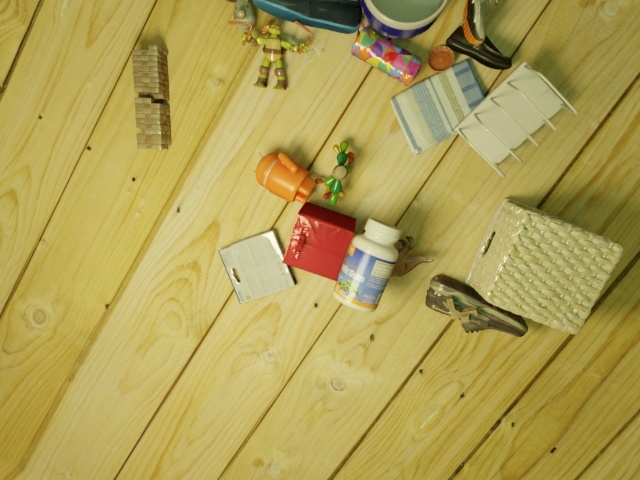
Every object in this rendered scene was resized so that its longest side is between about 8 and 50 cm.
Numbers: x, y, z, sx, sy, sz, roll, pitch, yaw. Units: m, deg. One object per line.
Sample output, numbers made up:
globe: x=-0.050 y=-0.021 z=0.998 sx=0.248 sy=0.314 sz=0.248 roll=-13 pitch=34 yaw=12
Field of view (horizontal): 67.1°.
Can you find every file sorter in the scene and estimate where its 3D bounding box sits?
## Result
file sorter: x=0.584 y=-0.355 z=1.456 sx=0.193 sy=0.173 sz=0.277 roll=39 pitch=115 yaw=-14

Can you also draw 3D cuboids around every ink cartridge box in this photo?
ink cartridge box: x=-0.227 y=0.096 z=1.750 sx=0.224 sy=0.045 sz=0.223 roll=-19 pitch=98 yaw=11

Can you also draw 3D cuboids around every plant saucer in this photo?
plant saucer: x=0.387 y=-0.579 z=1.546 sx=0.083 sy=0.013 sz=0.084 roll=-2 pitch=85 yaw=20

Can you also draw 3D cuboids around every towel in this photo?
towel: x=0.390 y=-0.432 z=1.577 sx=0.285 sy=0.034 sz=0.209 roll=-26 pitch=95 yaw=9

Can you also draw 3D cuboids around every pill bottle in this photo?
pill bottle: x=0.153 y=0.073 z=1.515 sx=0.152 sy=0.152 sz=0.272 roll=21 pitch=100 yaw=2

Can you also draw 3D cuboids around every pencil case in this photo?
pencil case: x=0.209 y=-0.589 z=1.535 sx=0.236 sy=0.104 sz=0.104 roll=31 pitch=103 yaw=-2

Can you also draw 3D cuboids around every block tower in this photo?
block tower: x=-0.576 y=-0.484 z=1.652 sx=0.097 sy=0.091 sz=0.336 roll=4 pitch=101 yaw=5

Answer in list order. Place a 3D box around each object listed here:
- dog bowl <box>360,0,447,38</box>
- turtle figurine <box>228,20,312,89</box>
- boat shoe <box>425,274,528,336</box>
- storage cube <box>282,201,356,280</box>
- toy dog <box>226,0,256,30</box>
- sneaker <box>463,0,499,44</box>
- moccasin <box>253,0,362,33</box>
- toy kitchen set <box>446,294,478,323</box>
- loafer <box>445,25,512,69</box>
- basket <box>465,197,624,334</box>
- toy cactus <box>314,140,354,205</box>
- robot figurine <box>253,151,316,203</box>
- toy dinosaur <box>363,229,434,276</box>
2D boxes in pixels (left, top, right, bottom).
dog bowl: x=0.253 y=-0.757 z=1.460 sx=0.264 sy=0.104 sz=0.265 roll=0 pitch=89 yaw=-2
turtle figurine: x=-0.168 y=-0.611 z=1.579 sx=0.269 sy=0.087 sz=0.217 roll=6 pitch=111 yaw=-7
boat shoe: x=0.527 y=0.244 z=1.661 sx=0.355 sy=0.132 sz=0.130 roll=27 pitch=113 yaw=10
storage cube: x=0.000 y=0.000 z=1.620 sx=0.193 sy=0.215 sz=0.184 roll=19 pitch=107 yaw=0
toy dog: x=-0.274 y=-0.855 z=1.505 sx=0.220 sy=0.161 sz=0.334 roll=-32 pitch=96 yaw=12
sneaker: x=0.499 y=-0.718 z=1.450 sx=0.121 sy=0.099 sz=0.263 roll=1 pitch=83 yaw=-2
moccasin: x=-0.037 y=-0.746 z=1.519 sx=0.341 sy=0.138 sz=0.117 roll=9 pitch=101 yaw=-15
toy kitchen set: x=0.460 y=0.220 z=1.565 sx=0.083 sy=0.068 sz=0.075 roll=-14 pitch=103 yaw=23
loafer: x=0.504 y=-0.603 z=1.504 sx=0.220 sy=0.080 sz=0.078 roll=26 pitch=104 yaw=1
basket: x=0.693 y=0.080 z=1.527 sx=0.331 sy=0.266 sz=0.328 roll=21 pitch=102 yaw=0
toy cactus: x=0.054 y=-0.227 z=1.583 sx=0.112 sy=0.180 sz=0.219 roll=22 pitch=93 yaw=-3
robot figurine: x=-0.125 y=-0.214 z=1.631 sx=0.219 sy=0.158 sz=0.128 roll=30 pitch=88 yaw=4
toy dinosaur: x=0.227 y=0.082 z=1.656 sx=0.295 sy=0.127 sz=0.200 roll=8 pitch=102 yaw=1
